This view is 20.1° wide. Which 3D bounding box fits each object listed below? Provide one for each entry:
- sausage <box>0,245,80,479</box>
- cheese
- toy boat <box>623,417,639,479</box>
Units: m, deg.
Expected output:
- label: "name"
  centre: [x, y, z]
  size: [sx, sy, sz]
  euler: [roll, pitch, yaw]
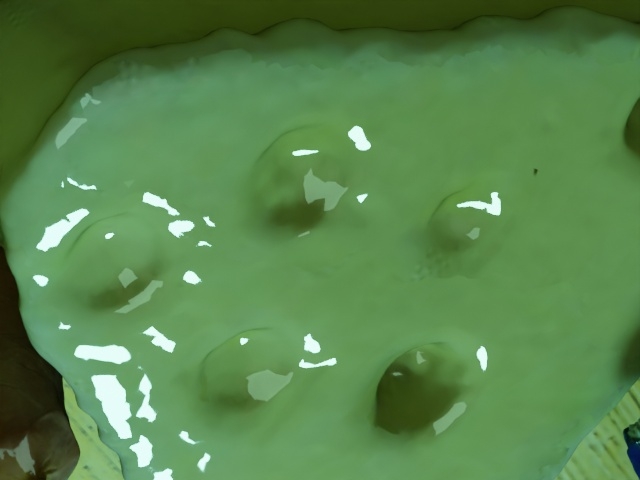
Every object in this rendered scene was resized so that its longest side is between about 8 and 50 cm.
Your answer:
- label: "sausage"
  centre: [-0.139, 0.063, 0.791]
  size: [0.065, 0.169, 0.065]
  euler: [-3, 114, -8]
- label: "cheese"
  centre: [-0.001, 0.001, 0.760]
  size: [0.384, 0.104, 0.384]
  euler: [-16, 131, -20]
- label: "toy boat"
  centre: [0.224, 0.042, 0.777]
  size: [0.210, 0.070, 0.292]
  euler: [-19, 102, 16]
